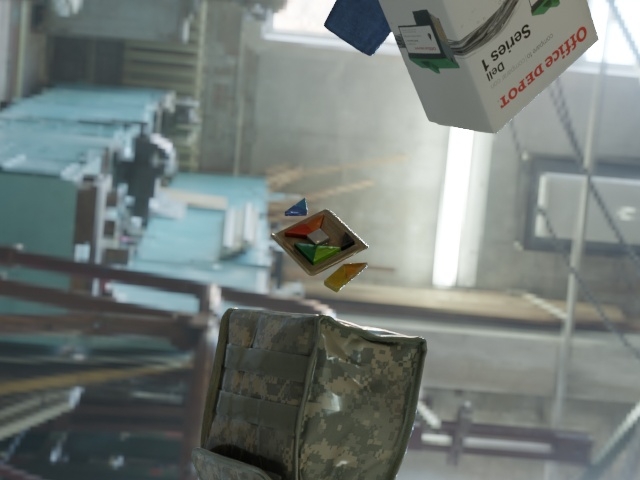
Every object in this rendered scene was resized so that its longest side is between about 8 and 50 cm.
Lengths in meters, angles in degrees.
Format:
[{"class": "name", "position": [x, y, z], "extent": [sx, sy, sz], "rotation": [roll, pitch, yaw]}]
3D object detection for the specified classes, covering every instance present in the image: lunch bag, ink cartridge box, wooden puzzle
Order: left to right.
[{"class": "lunch bag", "position": [-0.028, 0.227, 1.441], "extent": [0.235, 0.169, 0.287], "rotation": [0, -102, 62]}, {"class": "wooden puzzle", "position": [0.000, 0.000, 1.236], "extent": [0.116, 0.078, 0.014], "rotation": [37, -38, 33]}, {"class": "ink cartridge box", "position": [0.138, -0.226, 1.139], "extent": [0.092, 0.160, 0.219], "rotation": [18, -37, 50]}]

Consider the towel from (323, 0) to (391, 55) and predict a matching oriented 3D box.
[{"class": "towel", "position": [0.059, -0.248, 1.305], "extent": [0.119, 0.067, 0.029], "rotation": [-54, 178, 24]}]
